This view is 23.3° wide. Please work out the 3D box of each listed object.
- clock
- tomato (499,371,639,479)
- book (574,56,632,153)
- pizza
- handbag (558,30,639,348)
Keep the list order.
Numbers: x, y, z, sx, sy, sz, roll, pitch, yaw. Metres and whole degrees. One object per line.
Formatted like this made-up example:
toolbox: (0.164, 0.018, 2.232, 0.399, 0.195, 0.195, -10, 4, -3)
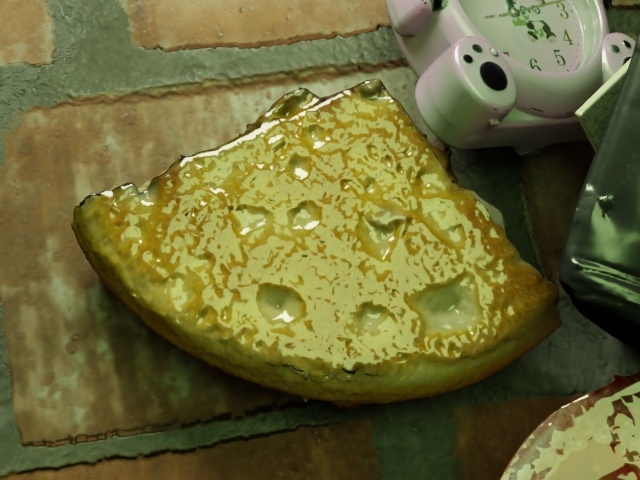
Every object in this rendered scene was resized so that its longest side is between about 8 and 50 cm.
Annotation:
clock: (0.158, -0.199, 1.363, 0.227, 0.090, 0.248, -6, 66, -34)
tomato: (0.273, 0.266, 1.195, 0.338, 0.144, 0.338, 1, 71, -3)
book: (0.293, -0.079, 1.346, 0.118, 0.012, 0.172, -43, 119, -19)
pizza: (0.000, 0.000, 1.279, 0.408, 0.114, 0.278, 7, 69, -6)
handbag: (0.326, -0.050, 1.212, 0.177, 0.275, 0.302, 20, 88, 23)
